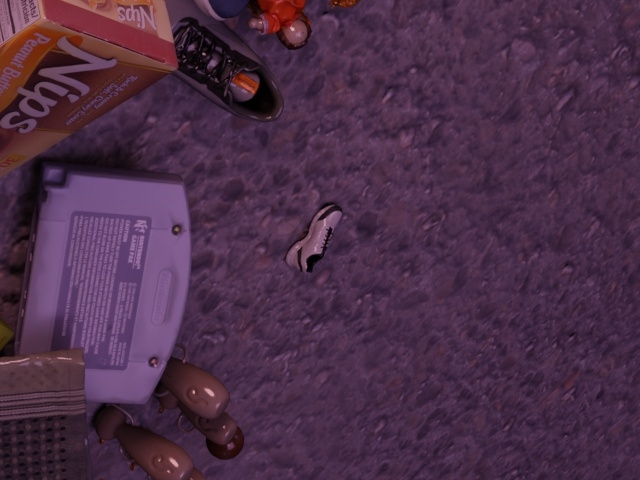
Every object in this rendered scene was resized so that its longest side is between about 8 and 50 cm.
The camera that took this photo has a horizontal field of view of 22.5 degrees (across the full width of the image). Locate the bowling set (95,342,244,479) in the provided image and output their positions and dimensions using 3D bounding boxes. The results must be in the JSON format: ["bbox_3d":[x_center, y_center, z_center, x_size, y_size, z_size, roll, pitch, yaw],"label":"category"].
[{"bbox_3d":[-0.211,0.272,2.203,0.287,0.154,0.200,-60,161,9],"label":"bowling set"}]

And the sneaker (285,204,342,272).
[{"bbox_3d":[0.000,0.000,2.250,0.109,0.044,0.040,-55,141,1],"label":"sneaker"}]

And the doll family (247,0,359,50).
[{"bbox_3d":[-0.010,-0.332,1.922,0.263,0.118,0.163,-42,124,-20],"label":"doll family"}]

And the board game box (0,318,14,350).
[{"bbox_3d":[-0.447,0.099,1.866,0.092,0.043,0.181,-50,143,-2],"label":"board game box"}]

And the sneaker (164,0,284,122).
[{"bbox_3d":[-0.131,-0.219,1.881,0.100,0.108,0.271,-53,142,5],"label":"sneaker"}]

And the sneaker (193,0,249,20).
[{"bbox_3d":[-0.045,-0.379,1.677,0.131,0.148,0.350,-45,152,-54],"label":"sneaker"}]

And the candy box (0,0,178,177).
[{"bbox_3d":[-0.320,-0.160,1.613,0.316,0.087,0.183,-28,155,31],"label":"candy box"}]

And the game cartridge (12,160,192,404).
[{"bbox_3d":[-0.257,0.054,1.929,0.196,0.060,0.294,7,108,-17],"label":"game cartridge"}]

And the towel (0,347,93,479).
[{"bbox_3d":[-0.434,0.258,1.923,0.324,0.056,0.312,-3,125,-13],"label":"towel"}]
